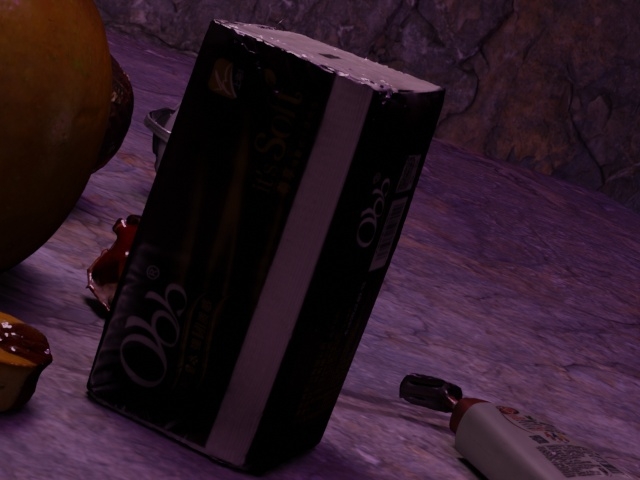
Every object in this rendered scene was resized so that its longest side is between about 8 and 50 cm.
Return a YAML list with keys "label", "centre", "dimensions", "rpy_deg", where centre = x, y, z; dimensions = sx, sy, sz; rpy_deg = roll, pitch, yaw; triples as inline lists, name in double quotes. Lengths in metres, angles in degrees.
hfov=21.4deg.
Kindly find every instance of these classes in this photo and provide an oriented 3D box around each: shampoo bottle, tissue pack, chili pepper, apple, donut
- label: "shampoo bottle"
  centre: [0.196, 0.213, 1.714]
  dimensions: [0.153, 0.071, 0.284]
  rpy_deg: [9, 14, -38]
- label: "tissue pack"
  centre: [-0.040, -0.004, 1.517]
  dimensions: [0.198, 0.370, 0.210]
  rpy_deg: [25, 11, 20]
- label: "chili pepper"
  centre: [-0.120, 0.059, 1.796]
  dimensions: [0.144, 0.136, 0.253]
  rpy_deg: [-24, -32, 34]
- label: "apple"
  centre: [-0.379, -0.151, 1.650]
  dimensions: [0.374, 0.374, 0.384]
  rpy_deg: [19, 12, -13]
- label: "donut"
  centre: [-0.289, 0.092, 1.397]
  dimensions: [0.140, 0.059, 0.140]
  rpy_deg: [21, 11, -4]

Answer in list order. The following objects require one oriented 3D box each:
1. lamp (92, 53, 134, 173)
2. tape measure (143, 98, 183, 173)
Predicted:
- label: "lamp"
  centre: [-0.347, -0.159, 2.067]
  dimensions: [0.247, 0.247, 0.247]
  rpy_deg: [21, 11, -4]
- label: "tape measure"
  centre: [-0.133, -0.122, 2.320]
  dimensions: [0.236, 0.197, 0.120]
  rpy_deg: [57, -1, -15]
